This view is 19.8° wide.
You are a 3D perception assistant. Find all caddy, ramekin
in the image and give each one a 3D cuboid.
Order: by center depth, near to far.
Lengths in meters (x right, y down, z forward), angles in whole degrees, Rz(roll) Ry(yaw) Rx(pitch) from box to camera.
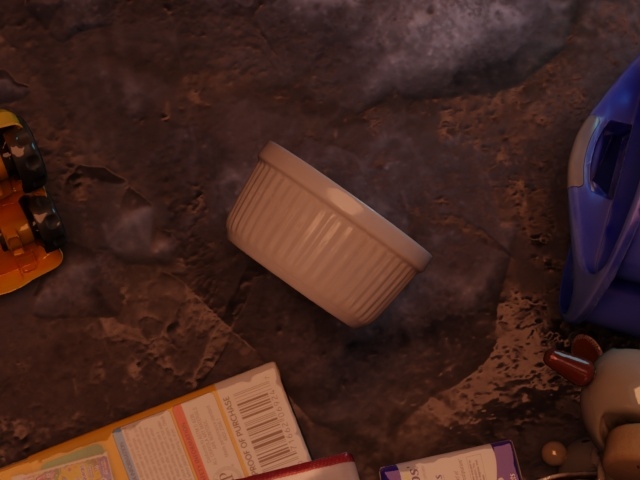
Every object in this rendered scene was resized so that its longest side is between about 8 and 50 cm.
[{"bbox_3d":[0.334,-0.058,1.841,0.179,0.241,0.341,22,59,-3],"label":"caddy"},{"bbox_3d":[0.000,0.000,1.865,0.207,0.207,0.109,36,90,6],"label":"ramekin"}]

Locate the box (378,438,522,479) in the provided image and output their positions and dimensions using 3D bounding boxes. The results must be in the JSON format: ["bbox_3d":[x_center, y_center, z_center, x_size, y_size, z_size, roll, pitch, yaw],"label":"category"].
[{"bbox_3d":[0.132,0.251,1.846,0.137,0.126,0.072,-13,80,1],"label":"box"}]

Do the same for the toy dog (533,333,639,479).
[{"bbox_3d":[0.259,0.175,1.746,0.161,0.333,0.220,22,46,0],"label":"toy dog"}]

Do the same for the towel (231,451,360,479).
[{"bbox_3d":[-0.037,0.381,1.752,0.237,0.037,0.329,-12,69,-10],"label":"towel"}]

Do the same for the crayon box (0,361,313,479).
[{"bbox_3d":[-0.160,0.276,1.866,0.323,0.083,0.203,-21,80,-5],"label":"crayon box"}]

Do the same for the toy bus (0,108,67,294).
[{"bbox_3d":[-0.373,-0.076,1.901,0.149,0.220,0.211,-23,47,-11],"label":"toy bus"}]
